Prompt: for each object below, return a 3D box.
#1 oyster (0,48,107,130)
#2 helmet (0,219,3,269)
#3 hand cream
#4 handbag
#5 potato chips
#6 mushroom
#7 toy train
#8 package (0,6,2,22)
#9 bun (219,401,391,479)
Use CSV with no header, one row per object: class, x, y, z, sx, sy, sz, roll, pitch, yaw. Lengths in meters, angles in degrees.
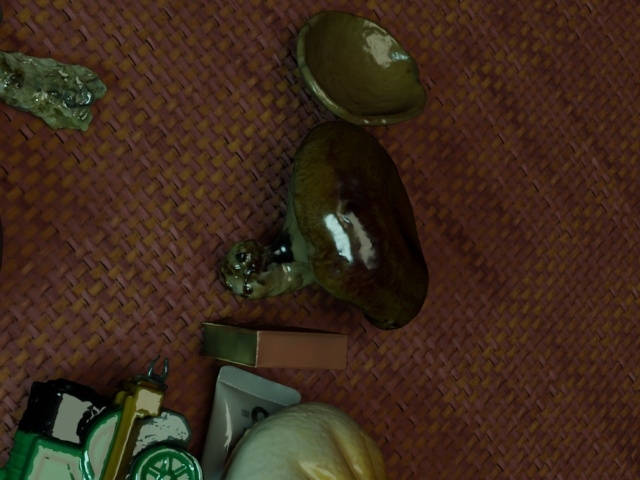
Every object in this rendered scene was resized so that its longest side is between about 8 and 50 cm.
oyster,-0.354,-0.189,1.454,0.199,0.061,0.106,1,89,-27
helmet,-0.467,-0.028,1.301,0.271,0.197,0.338,2,83,-34
hand cream,-0.112,0.327,1.559,0.139,0.089,0.314,22,73,-36
handbag,-0.063,0.132,1.521,0.127,0.190,0.063,4,89,-27
potato chips,0.046,-0.222,1.641,0.195,0.062,0.208,47,46,-2
mushroom,0.027,-0.024,1.582,0.267,0.254,0.267,11,90,-67
toy train,-0.294,0.328,1.420,0.249,0.178,0.429,19,80,-14
package,-0.500,-0.313,1.400,0.239,0.030,0.154,-10,91,-26
bun,0.008,0.354,1.518,0.299,0.164,0.299,-7,99,-55
